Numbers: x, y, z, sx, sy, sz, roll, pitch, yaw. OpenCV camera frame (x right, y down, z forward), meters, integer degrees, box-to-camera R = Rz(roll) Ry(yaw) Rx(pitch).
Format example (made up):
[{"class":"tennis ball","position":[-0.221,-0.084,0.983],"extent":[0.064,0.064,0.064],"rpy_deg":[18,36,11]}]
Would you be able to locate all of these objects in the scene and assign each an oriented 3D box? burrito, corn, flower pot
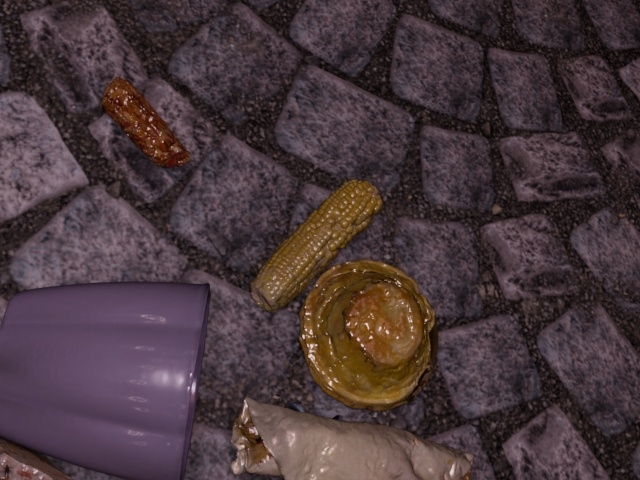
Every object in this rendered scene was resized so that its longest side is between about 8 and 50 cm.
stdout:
[{"class":"burrito","position":[0.055,0.310,1.158],"extent":[0.392,0.076,0.117],"rpy_deg":[19,75,-27]},{"class":"corn","position":[0.000,0.000,1.304],"extent":[0.086,0.086,0.288],"rpy_deg":[44,61,1]},{"class":"flower pot","position":[-0.270,0.164,1.045],"extent":[0.243,0.265,0.265],"rpy_deg":[9,64,-3]}]

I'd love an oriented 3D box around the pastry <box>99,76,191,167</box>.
[{"class":"pastry","position":[-0.271,-0.172,1.277],"extent":[0.063,0.087,0.169],"rpy_deg":[-41,85,4]}]

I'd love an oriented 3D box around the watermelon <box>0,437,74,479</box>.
[{"class":"watermelon","position":[-0.330,0.363,0.950],"extent":[0.175,0.321,0.188],"rpy_deg":[38,82,-33]}]

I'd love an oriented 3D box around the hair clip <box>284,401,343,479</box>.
[{"class":"hair clip","position":[-0.032,0.369,1.159],"extent":[0.083,0.048,0.275],"rpy_deg":[22,66,-23]}]

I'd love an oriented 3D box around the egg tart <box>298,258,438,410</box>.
[{"class":"egg tart","position":[0.085,0.137,1.268],"extent":[0.240,0.106,0.241],"rpy_deg":[7,70,-19]}]
